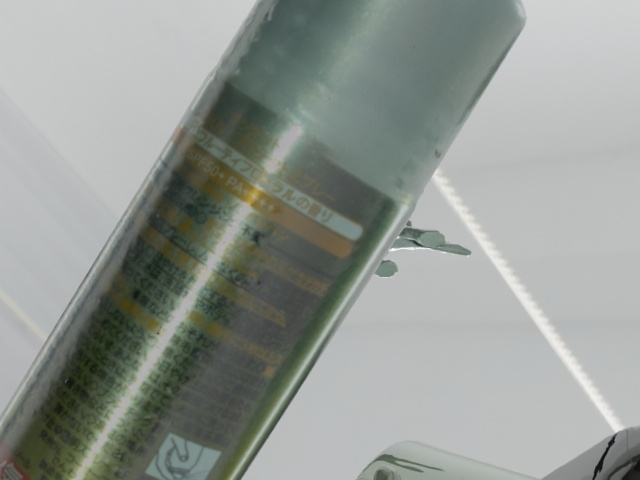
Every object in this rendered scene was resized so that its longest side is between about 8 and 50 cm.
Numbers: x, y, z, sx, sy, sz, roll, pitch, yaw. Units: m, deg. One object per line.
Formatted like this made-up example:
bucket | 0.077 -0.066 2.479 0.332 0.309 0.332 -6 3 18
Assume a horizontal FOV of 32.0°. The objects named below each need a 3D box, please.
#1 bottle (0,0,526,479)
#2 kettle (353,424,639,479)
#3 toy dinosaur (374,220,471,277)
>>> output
bottle | -0.039 0.025 0.373 0.286 0.082 0.082 -58 -154 6
kettle | 0.182 0.224 0.544 0.377 0.361 0.250 9 -141 27
toy dinosaur | -0.001 0.002 0.765 0.209 0.039 0.082 3 -171 -9
